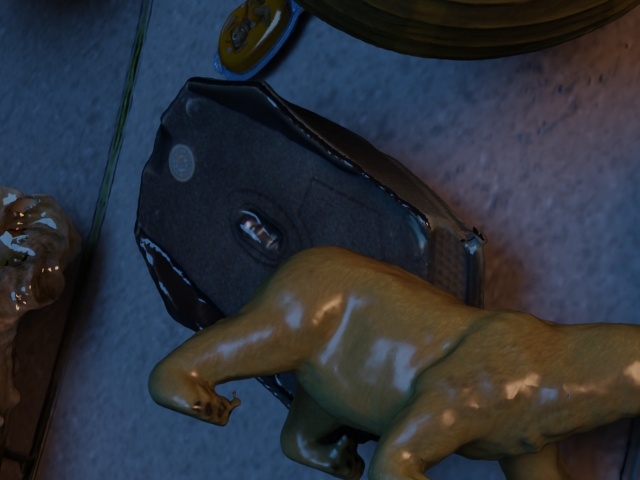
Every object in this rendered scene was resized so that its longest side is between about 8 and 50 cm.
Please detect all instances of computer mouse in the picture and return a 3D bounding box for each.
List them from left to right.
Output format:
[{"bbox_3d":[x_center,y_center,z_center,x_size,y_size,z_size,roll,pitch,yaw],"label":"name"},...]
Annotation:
[{"bbox_3d":[0.001,0.002,0.868,0.231,0.071,0.126,36,115,36],"label":"computer mouse"}]

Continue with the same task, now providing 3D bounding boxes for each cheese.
[{"bbox_3d":[-0.019,-0.120,0.975,0.111,0.017,0.047,-37,54,31],"label":"cheese"}]

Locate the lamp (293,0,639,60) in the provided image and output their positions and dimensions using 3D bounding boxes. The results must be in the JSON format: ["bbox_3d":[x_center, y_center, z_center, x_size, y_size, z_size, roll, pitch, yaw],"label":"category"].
[{"bbox_3d":[0.061,-0.199,0.777,0.250,0.250,0.284,-64,2,6],"label":"lamp"}]

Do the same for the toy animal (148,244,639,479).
[{"bbox_3d":[0.051,0.058,0.748,0.219,0.103,0.101,17,80,31],"label":"toy animal"}]

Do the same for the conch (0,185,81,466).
[{"bbox_3d":[-0.246,0.101,1.033,0.291,0.159,0.210,-35,28,-18],"label":"conch"}]
